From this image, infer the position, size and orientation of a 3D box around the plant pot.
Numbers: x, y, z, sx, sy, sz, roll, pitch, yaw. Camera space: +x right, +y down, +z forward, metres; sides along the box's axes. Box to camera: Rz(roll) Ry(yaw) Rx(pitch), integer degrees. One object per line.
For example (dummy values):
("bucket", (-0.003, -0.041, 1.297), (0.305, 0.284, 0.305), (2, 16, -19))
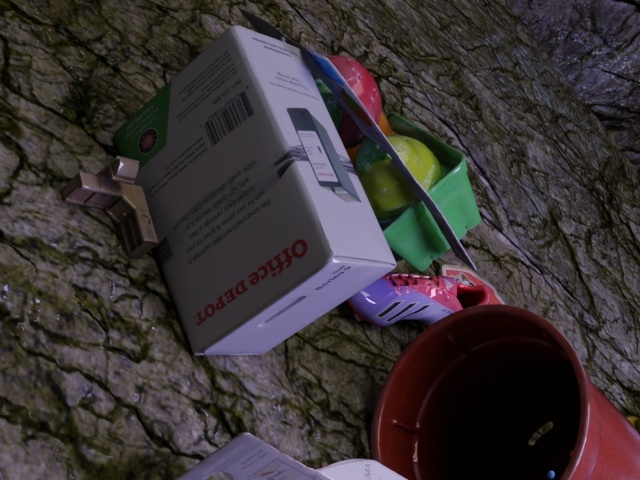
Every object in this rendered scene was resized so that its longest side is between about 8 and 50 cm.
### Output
("plant pot", (0.245, 0.249, 1.282), (0.265, 0.272, 0.272), (34, 34, -44))

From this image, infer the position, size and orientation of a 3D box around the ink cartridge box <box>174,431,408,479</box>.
("ink cartridge box", (-0.035, 0.239, 0.955), (0.225, 0.181, 0.056), (36, 33, -24))

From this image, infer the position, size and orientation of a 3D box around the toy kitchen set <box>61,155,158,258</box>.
("toy kitchen set", (-0.206, -0.035, 1.116), (0.083, 0.068, 0.075), (13, 49, -48))

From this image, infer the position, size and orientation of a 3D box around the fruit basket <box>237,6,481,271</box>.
("fruit basket", (0.035, -0.129, 1.382), (0.353, 0.165, 0.327), (44, 0, -31))

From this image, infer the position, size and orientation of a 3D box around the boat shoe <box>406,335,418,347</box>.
("boat shoe", (0.234, 0.184, 1.474), (0.257, 0.095, 0.095), (26, 39, -39))

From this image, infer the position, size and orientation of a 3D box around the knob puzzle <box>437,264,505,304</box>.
("knob puzzle", (0.249, 0.109, 1.640), (0.213, 0.030, 0.213), (35, 35, -29))

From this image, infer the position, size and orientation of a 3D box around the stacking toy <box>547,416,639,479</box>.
("stacking toy", (0.475, 0.289, 1.493), (0.175, 0.302, 0.166), (53, 30, 2))

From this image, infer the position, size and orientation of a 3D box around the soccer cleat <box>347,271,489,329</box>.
("soccer cleat", (0.127, 0.071, 1.443), (0.248, 0.095, 0.083), (17, 46, -47))

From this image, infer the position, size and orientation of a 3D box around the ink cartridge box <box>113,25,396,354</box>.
("ink cartridge box", (-0.077, -0.046, 1.167), (0.121, 0.211, 0.289), (8, 53, -53))
